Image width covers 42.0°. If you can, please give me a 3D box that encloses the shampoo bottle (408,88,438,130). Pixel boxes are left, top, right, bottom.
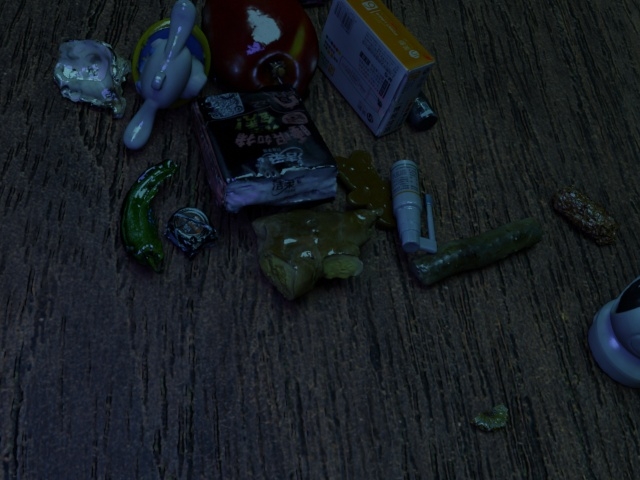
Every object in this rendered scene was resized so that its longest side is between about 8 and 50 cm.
[{"bbox_3d":[0.201,-0.350,1.942,0.057,0.063,0.208,-11,59,-34],"label":"shampoo bottle"}]

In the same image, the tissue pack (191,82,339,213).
[{"bbox_3d":[-0.121,-0.185,1.684,0.245,0.123,0.332,-10,42,-14],"label":"tissue pack"}]

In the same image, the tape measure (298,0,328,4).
[{"bbox_3d":[-0.041,-0.640,2.067,0.125,0.074,0.118,-15,61,-25],"label":"tape measure"}]

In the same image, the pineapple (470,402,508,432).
[{"bbox_3d":[0.319,0.333,1.544,0.083,0.019,0.045,-16,59,-27],"label":"pineapple"}]

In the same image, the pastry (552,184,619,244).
[{"bbox_3d":[0.593,-0.061,1.850,0.169,0.063,0.087,38,54,13],"label":"pastry"}]

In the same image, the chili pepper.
[{"bbox_3d":[-0.323,-0.028,1.577,0.065,0.122,0.279,33,38,-42],"label":"chili pepper"}]

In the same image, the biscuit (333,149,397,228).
[{"bbox_3d":[0.102,-0.103,1.768,0.138,0.031,0.205,-21,64,-38],"label":"biscuit"}]

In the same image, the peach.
[{"bbox_3d":[-0.134,-0.485,1.862,0.257,0.201,0.362,-3,58,-15],"label":"peach"}]

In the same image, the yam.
[{"bbox_3d":[0.326,0.020,1.725,0.317,0.067,0.071,-19,33,-23],"label":"yam"}]

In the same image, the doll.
[{"bbox_3d":[-0.313,-0.324,1.733,0.159,0.242,0.311,23,92,-28],"label":"doll"}]

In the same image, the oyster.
[{"bbox_3d":[-0.474,-0.336,1.766,0.163,0.081,0.191,-22,79,0],"label":"oyster"}]

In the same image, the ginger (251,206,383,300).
[{"bbox_3d":[0.000,0.000,1.623,0.270,0.123,0.219,-20,48,-31],"label":"ginger"}]

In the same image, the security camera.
[{"bbox_3d":[0.653,0.162,1.612,0.194,0.236,0.195,6,58,-10],"label":"security camera"}]

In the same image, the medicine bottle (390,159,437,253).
[{"bbox_3d":[0.193,-0.066,1.722,0.092,0.061,0.221,15,48,-16],"label":"medicine bottle"}]

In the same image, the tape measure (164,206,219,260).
[{"bbox_3d":[-0.248,-0.019,1.612,0.091,0.054,0.094,-34,77,-32],"label":"tape measure"}]

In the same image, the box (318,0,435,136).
[{"bbox_3d":[0.111,-0.400,1.859,0.091,0.221,0.274,-23,67,-30],"label":"box"}]
